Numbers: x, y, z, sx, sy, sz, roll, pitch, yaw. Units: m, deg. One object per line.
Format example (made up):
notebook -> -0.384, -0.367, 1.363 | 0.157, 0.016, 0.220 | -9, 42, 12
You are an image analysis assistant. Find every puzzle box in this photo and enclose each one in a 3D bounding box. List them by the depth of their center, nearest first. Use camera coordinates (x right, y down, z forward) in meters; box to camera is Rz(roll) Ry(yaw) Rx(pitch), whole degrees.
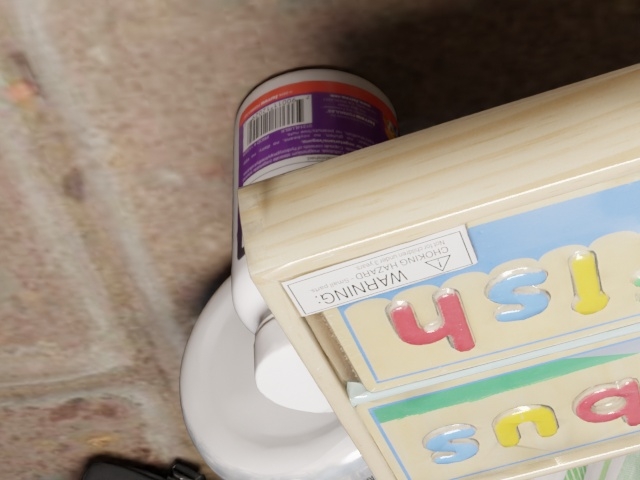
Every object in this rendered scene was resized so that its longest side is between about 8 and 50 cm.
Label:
puzzle box -> 0.194, 0.013, 0.608 | 0.409, 0.052, 0.272 | -17, 143, 9

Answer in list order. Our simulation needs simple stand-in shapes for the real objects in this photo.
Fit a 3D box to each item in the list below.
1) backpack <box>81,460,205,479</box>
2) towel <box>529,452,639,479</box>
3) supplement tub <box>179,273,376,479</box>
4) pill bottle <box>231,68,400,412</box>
backpack -> -0.148, 0.401, 1.255 | 0.290, 0.273, 0.355 | 25, 155, -3
towel -> 0.183, 0.162, 0.926 | 0.038, 0.248, 0.325 | 4, 137, 32
supplement tub -> 0.058, 0.156, 0.957 | 0.207, 0.207, 0.338 | -18, 140, 20
pill bottle -> 0.000, 0.000, 0.758 | 0.108, 0.193, 0.108 | -1, 143, -1
